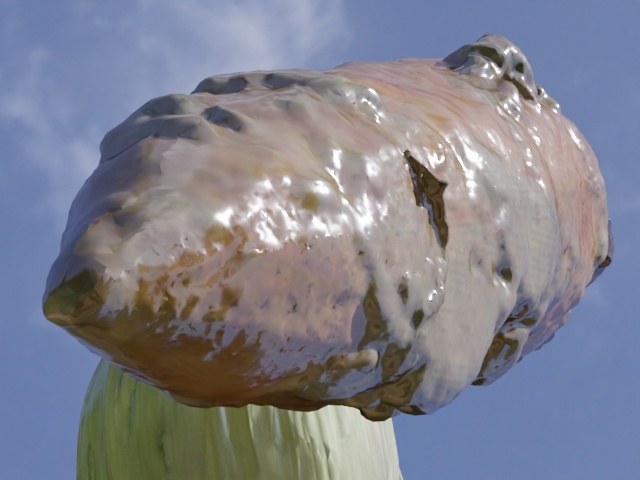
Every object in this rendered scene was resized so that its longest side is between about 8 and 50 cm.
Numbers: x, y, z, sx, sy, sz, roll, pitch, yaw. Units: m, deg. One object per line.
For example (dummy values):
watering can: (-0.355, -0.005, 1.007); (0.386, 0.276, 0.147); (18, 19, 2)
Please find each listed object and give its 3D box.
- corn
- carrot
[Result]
corn: (-0.017, 0.170, 0.683); (0.122, 0.123, 0.305); (-25, -110, 44)
carrot: (0.000, 0.000, 0.441); (0.102, 0.263, 0.102); (1, -87, 20)
